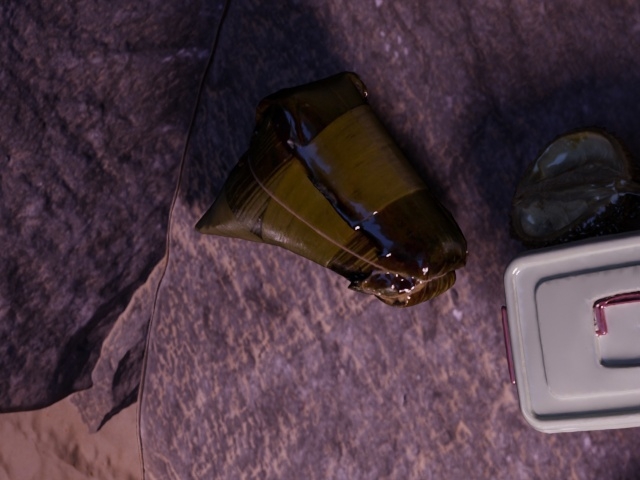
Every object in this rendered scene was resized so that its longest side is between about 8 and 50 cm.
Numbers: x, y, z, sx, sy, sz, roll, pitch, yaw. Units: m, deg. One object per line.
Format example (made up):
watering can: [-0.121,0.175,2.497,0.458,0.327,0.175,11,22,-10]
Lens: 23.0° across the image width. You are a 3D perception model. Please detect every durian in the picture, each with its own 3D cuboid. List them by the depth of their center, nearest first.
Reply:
durian: [0.293,-0.041,1.687,0.188,0.091,0.148,-7,57,51]

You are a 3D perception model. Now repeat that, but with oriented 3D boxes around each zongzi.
zongzi: [0.000,0.000,1.867,0.289,0.154,0.317,57,135,17]

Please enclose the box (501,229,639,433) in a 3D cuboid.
box: [0.349,0.086,1.608,0.294,0.167,0.193,-10,84,31]
